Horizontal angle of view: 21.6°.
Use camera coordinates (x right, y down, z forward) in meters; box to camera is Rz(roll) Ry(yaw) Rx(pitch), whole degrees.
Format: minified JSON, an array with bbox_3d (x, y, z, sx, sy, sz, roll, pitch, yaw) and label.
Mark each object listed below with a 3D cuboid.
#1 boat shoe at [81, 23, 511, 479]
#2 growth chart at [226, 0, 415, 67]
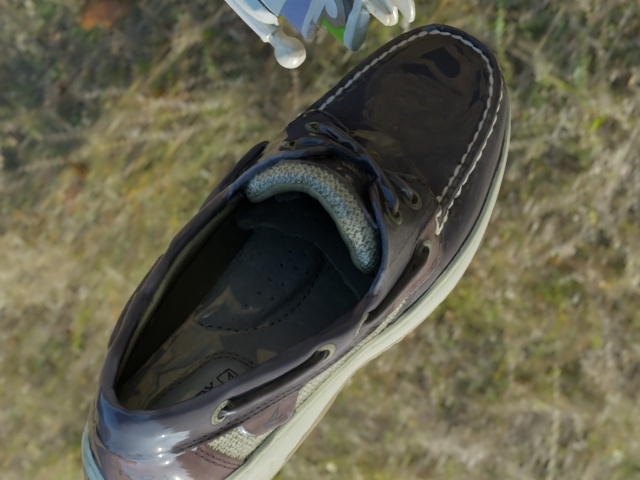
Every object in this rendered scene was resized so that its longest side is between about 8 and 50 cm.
[{"bbox_3d":[0.000,0.000,0.725,0.103,0.285,0.092,35,153,14],"label":"boat shoe"},{"bbox_3d":[-0.020,-0.156,0.727,0.172,0.021,0.237,50,157,-2],"label":"growth chart"}]
